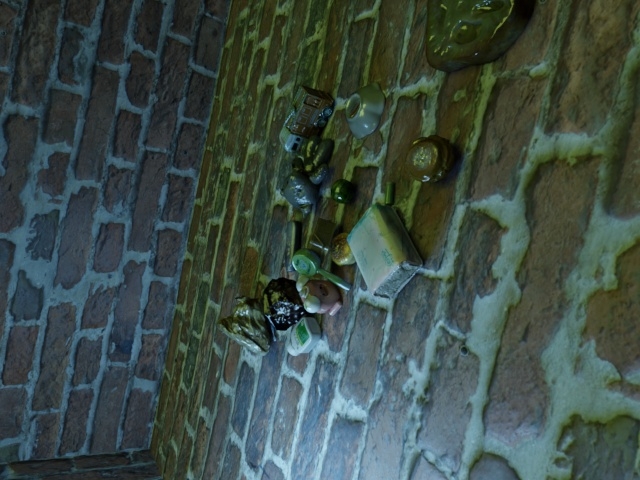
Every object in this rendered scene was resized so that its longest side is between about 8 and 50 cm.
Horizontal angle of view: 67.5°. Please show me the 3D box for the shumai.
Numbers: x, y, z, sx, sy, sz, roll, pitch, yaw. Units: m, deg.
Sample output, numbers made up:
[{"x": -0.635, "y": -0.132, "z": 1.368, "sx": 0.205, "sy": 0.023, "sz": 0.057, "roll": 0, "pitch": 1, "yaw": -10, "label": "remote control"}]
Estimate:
[{"x": -0.323, "y": 0.394, "z": 2.335, "sx": 0.313, "sy": 0.267, "sz": 0.263, "roll": 27, "pitch": 77, "yaw": 33, "label": "shumai"}]

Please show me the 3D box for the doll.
[{"x": -0.071, "y": -0.308, "z": 2.115, "sx": 0.245, "sy": 0.158, "sz": 0.341, "roll": 32, "pitch": 106, "yaw": 41, "label": "doll"}]

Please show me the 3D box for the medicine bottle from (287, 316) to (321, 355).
[{"x": -0.072, "y": 0.411, "z": 2.019, "sx": 0.183, "sy": 0.069, "sz": 0.119, "roll": -55, "pitch": 45, "yaw": 36, "label": "medicine bottle"}]

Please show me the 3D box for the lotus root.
[{"x": 0.458, "y": -0.697, "z": 1.463, "sx": 0.375, "sy": 0.110, "sz": 0.391, "roll": -62, "pitch": 38, "yaw": 34, "label": "lotus root"}]

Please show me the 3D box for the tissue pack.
[{"x": 0.211, "y": 0.035, "z": 1.634, "sx": 0.202, "sy": 0.124, "sz": 0.271, "roll": -57, "pitch": 40, "yaw": 37, "label": "tissue pack"}]

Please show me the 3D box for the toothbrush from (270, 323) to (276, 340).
[{"x": -0.235, "y": 0.413, "z": 2.317, "sx": 0.017, "sy": 0.014, "sz": 0.162, "roll": 113, "pitch": 148, "yaw": -45, "label": "toothbrush"}]

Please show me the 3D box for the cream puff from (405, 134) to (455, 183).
[{"x": 0.349, "y": -0.255, "z": 1.500, "sx": 0.165, "sy": 0.115, "sz": 0.150, "roll": 37, "pitch": 120, "yaw": 44, "label": "cream puff"}]

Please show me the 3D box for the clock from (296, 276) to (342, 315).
[{"x": -0.009, "y": 0.212, "z": 1.888, "sx": 0.093, "sy": 0.162, "sz": 0.166, "roll": -55, "pitch": 41, "yaw": 29, "label": "clock"}]

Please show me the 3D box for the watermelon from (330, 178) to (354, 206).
[{"x": 0.087, "y": -0.191, "z": 1.904, "sx": 0.109, "sy": 0.108, "sz": 0.109, "roll": -20, "pitch": 66, "yaw": 53, "label": "watermelon"}]

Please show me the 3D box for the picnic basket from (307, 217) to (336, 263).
[{"x": 0.000, "y": 0.000, "z": 1.926, "sx": 0.115, "sy": 0.079, "sz": 0.164, "roll": 110, "pitch": 179, "yaw": -46, "label": "picnic basket"}]

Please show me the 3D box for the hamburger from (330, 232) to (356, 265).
[{"x": 0.090, "y": 0.035, "z": 1.852, "sx": 0.141, "sy": 0.081, "sz": 0.127, "roll": -20, "pitch": 64, "yaw": 53, "label": "hamburger"}]

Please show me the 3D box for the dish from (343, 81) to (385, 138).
[{"x": 0.154, "y": -0.523, "z": 1.898, "sx": 0.229, "sy": 0.081, "sz": 0.230, "roll": -19, "pitch": 67, "yaw": 53, "label": "dish"}]

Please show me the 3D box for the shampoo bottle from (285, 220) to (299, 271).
[{"x": -0.132, "y": 0.027, "z": 2.222, "sx": 0.087, "sy": 0.049, "sz": 0.234, "roll": -11, "pitch": 73, "yaw": 57, "label": "shampoo bottle"}]

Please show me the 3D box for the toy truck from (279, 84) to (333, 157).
[{"x": -0.078, "y": -0.540, "z": 2.180, "sx": 0.306, "sy": 0.162, "sz": 0.136, "roll": -61, "pitch": 38, "yaw": 28, "label": "toy truck"}]

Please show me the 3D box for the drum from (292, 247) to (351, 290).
[{"x": 0.006, "y": 0.105, "z": 1.851, "sx": 0.253, "sy": 0.049, "sz": 0.130, "roll": 18, "pitch": 133, "yaw": 22, "label": "drum"}]

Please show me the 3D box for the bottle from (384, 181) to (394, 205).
[{"x": 0.246, "y": -0.168, "z": 1.712, "sx": 0.030, "sy": 0.030, "sz": 0.084, "roll": -6, "pitch": 77, "yaw": 56, "label": "bottle"}]

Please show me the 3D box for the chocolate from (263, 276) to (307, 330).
[{"x": -0.107, "y": 0.244, "z": 2.009, "sx": 0.176, "sy": 0.206, "sz": 0.224, "roll": -17, "pitch": 26, "yaw": 33, "label": "chocolate"}]
